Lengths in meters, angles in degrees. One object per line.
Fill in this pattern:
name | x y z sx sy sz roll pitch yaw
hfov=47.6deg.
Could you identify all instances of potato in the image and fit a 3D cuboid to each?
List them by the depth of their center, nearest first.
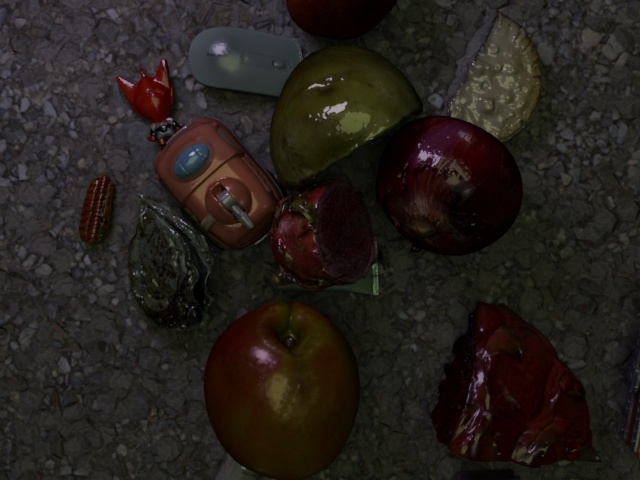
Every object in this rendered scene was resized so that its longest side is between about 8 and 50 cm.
potato | 0.027 -0.257 1.319 0.330 0.280 0.212 -32 97 -2

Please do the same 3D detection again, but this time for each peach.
peach | -0.068 0.282 1.332 0.308 0.308 0.332 -1 121 1

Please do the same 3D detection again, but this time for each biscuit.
biscuit | 0.347 -0.305 1.429 0.179 0.084 0.281 20 89 1

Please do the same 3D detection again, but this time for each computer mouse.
computer mouse | -0.146 -0.353 1.440 0.231 0.079 0.127 3 93 -3

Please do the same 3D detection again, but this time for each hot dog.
hot dog | -0.448 -0.062 1.457 0.062 0.038 0.144 12 90 1

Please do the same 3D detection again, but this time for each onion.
onion | 0.236 -0.105 1.336 0.276 0.276 0.276 0 90 1

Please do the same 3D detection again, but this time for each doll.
doll | -0.329 -0.266 1.447 0.109 0.057 0.169 -20 89 3

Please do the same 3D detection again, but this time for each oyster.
oyster | -0.290 0.043 1.431 0.199 0.112 0.267 5 98 21

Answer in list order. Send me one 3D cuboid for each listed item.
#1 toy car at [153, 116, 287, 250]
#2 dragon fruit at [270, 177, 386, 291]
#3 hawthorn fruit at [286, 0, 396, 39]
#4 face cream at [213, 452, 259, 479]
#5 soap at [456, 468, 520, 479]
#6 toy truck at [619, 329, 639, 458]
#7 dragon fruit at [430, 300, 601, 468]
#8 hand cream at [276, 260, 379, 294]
toy car | -0.194 -0.107 1.368 0.180 0.212 0.270 -42 89 0
dragon fruit | 0.000 0.000 1.357 0.147 0.282 0.211 -3 68 34
hawthorn fruit | 0.054 -0.492 1.346 0.224 0.261 0.224 -2 94 -29
face cream | -0.196 0.533 1.431 0.082 0.082 0.269 26 89 1
soap | 0.335 0.562 1.434 0.122 0.065 0.203 -3 89 0
toy truck | 0.704 0.238 1.381 0.207 0.173 0.387 10 92 10
dragon fruit | 0.405 0.291 1.356 0.329 0.228 0.286 22 88 2
hand cream | 0.015 0.074 1.450 0.205 0.050 0.078 -2 86 -4
